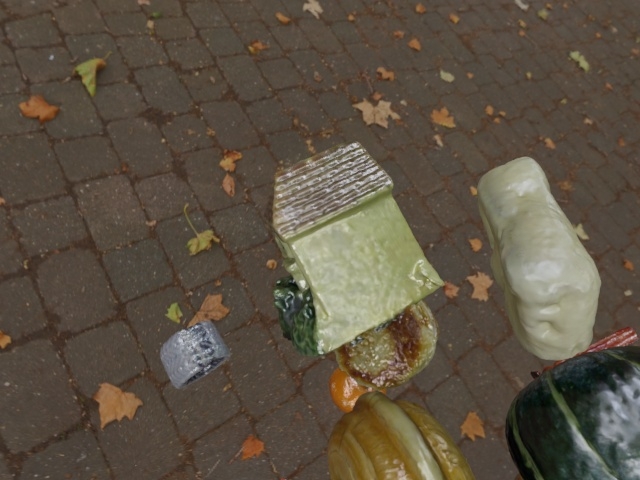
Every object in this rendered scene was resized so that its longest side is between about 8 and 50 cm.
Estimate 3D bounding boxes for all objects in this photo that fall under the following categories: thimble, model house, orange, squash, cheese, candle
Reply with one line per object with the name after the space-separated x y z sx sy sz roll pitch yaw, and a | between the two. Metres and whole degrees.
-0.444 0.398 1.495 0.217 0.245 0.157 -27 75 -35 | thimble
0.000 0.000 0.714 0.262 0.321 0.266 -28 101 -8 | model house
0.145 0.562 1.625 0.224 0.169 0.224 13 30 -8 | orange
0.363 0.241 0.527 0.253 0.252 0.165 6 40 -21 | squash
0.260 0.009 0.527 0.093 0.159 0.262 -12 37 16 | cheese
0.724 0.314 1.146 0.330 0.048 0.051 -20 89 -11 | candle

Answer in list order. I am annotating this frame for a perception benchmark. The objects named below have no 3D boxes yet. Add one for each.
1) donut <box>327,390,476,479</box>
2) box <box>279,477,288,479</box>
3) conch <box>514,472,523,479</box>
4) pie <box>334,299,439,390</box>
0.149 0.504 0.775 0.198 0.448 0.448 -11 68 -15 | donut
-0.018 0.690 1.040 0.050 0.123 0.229 -45 113 -37 | box
0.541 0.651 1.105 0.233 0.080 0.086 13 87 -50 | conch
0.122 0.181 0.806 0.206 0.084 0.178 -21 85 -2 | pie
